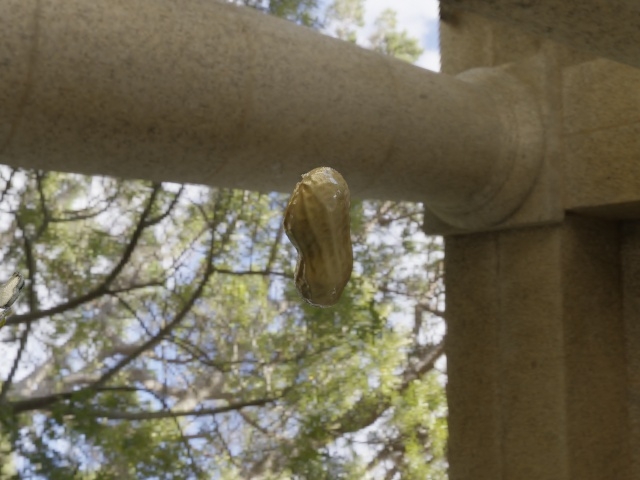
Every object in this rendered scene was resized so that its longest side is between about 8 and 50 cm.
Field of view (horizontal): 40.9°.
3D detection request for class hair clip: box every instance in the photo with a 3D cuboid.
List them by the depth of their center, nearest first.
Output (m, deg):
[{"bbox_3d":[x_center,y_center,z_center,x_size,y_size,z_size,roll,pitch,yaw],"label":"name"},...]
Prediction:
[{"bbox_3d":[-0.536,0.116,1.350,0.116,0.049,0.172,-19,-154,15],"label":"hair clip"}]

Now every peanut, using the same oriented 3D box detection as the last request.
[{"bbox_3d":[0.000,0.000,1.245,0.090,0.098,0.215,28,-52,56],"label":"peanut"}]
